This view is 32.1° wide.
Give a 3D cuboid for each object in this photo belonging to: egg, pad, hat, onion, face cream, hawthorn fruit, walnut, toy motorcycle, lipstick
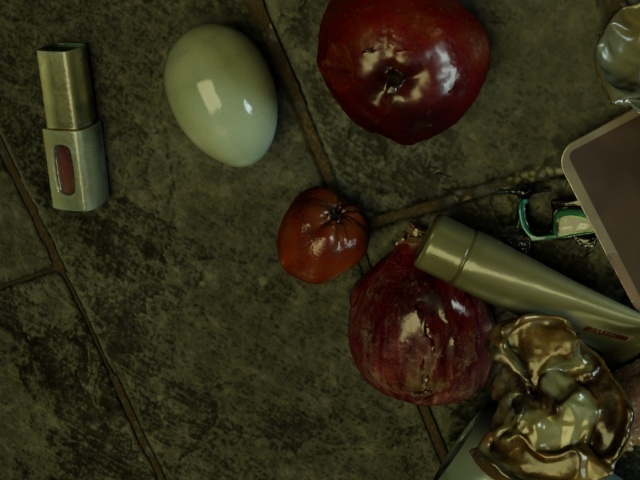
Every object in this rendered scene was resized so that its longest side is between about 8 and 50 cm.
[{"bbox_3d":[-0.137,-0.203,1.569,0.151,0.151,0.209,-12,109,26],"label":"egg"},{"bbox_3d":[0.442,-0.043,1.457,0.176,0.002,0.266,-29,100,9],"label":"pad"},{"bbox_3d":[0.417,-0.200,1.397,0.175,0.085,0.147,40,87,-23],"label":"hat"},{"bbox_3d":[0.137,0.117,1.616,0.227,0.120,0.284,-1,111,17],"label":"onion"},{"bbox_3d":[0.297,0.071,1.527,0.341,0.084,0.137,26,150,-1],"label":"face cream"},{"bbox_3d":[0.000,0.000,1.615,0.133,0.133,0.138,38,134,3],"label":"hawthorn fruit"},{"bbox_3d":[0.311,0.225,1.500,0.204,0.141,0.238,8,81,8],"label":"walnut"},{"bbox_3d":[0.320,-0.036,1.514,0.173,0.058,0.100,-9,101,24],"label":"toy motorcycle"},{"bbox_3d":[-0.383,-0.175,1.722,0.078,0.077,0.253,7,113,20],"label":"lipstick"},{"bbox_3d":[0.101,-0.230,1.404,0.210,0.266,0.230,-35,99,14],"label":"hawthorn fruit"}]

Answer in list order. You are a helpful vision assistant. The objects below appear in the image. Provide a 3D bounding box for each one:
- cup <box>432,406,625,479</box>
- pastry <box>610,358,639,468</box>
[{"bbox_3d":[0.324,0.392,1.609,0.312,0.205,0.205,33,120,7],"label":"cup"},{"bbox_3d":[0.470,0.212,1.534,0.265,0.112,0.103,-34,105,23],"label":"pastry"}]
